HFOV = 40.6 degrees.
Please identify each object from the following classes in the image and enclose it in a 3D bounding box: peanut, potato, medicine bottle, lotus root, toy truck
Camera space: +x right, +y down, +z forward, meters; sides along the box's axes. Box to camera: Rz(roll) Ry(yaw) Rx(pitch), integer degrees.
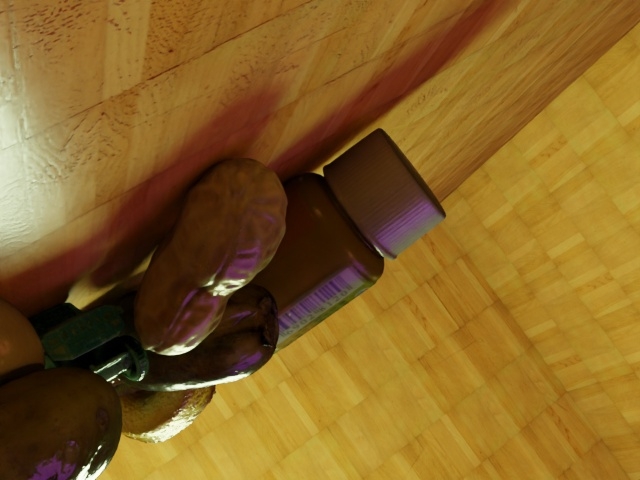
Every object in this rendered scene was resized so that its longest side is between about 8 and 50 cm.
[{"bbox_3d":[-0.150,0.026,1.127,0.305,0.147,0.147,-50,167,28],"label":"peanut"},{"bbox_3d":[-0.315,0.224,0.955,0.197,0.148,0.228,-22,172,-11],"label":"potato"},{"bbox_3d":[0.000,0.000,1.438,0.384,0.224,0.224,-37,173,12],"label":"medicine bottle"},{"bbox_3d":[-0.196,0.145,1.294,0.275,0.152,0.160,-4,-172,14],"label":"lotus root"},{"bbox_3d":[-0.367,0.185,1.209,0.155,0.156,0.279,-29,171,-42],"label":"toy truck"}]

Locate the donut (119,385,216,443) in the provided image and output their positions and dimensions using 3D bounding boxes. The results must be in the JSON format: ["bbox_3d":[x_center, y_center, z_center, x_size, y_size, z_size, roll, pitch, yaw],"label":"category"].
[{"bbox_3d":[-0.321,0.257,1.636,0.253,0.253,0.118,-36,164,10],"label":"donut"}]

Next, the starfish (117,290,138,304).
[{"bbox_3d":[-0.304,0.108,1.444,0.238,0.057,0.213,-17,169,4],"label":"starfish"}]

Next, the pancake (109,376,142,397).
[{"bbox_3d":[-0.374,0.206,1.459,0.288,0.033,0.286,-15,149,-6],"label":"pancake"}]

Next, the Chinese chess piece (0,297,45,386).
[{"bbox_3d":[-0.444,0.171,0.973,0.273,0.102,0.273,-34,173,-5],"label":"Chinese chess piece"}]
